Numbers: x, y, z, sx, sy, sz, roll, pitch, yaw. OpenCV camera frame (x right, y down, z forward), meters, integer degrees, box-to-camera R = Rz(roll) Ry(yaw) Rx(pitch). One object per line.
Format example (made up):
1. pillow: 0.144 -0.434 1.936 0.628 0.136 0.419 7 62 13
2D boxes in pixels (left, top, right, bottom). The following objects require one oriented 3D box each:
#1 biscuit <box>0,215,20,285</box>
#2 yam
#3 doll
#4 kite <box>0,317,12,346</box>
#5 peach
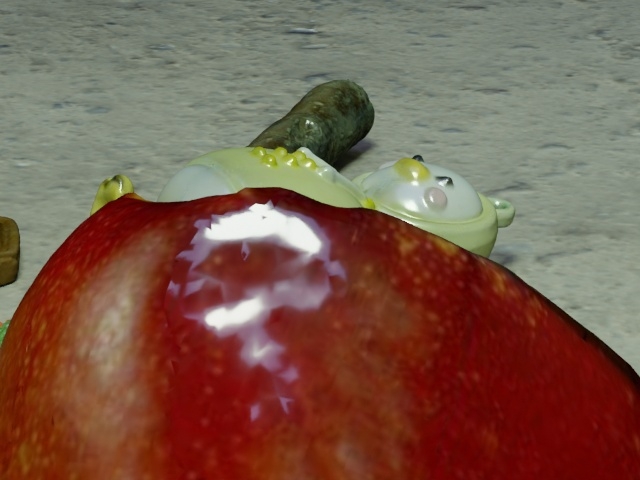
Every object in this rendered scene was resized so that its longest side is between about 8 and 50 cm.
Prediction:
1. biscuit: -0.305 0.018 1.295 0.182 0.034 0.215 4 21 15
2. yam: -0.031 -0.061 1.465 0.061 0.061 0.274 7 22 21
3. doll: 0.001 -0.012 1.238 0.296 0.117 0.141 -13 26 -29
4. kite: -0.256 0.069 1.151 0.244 0.006 0.198 22 37 35
5. peach: 0.000 0.110 0.657 0.248 0.275 0.245 -25 32 16
